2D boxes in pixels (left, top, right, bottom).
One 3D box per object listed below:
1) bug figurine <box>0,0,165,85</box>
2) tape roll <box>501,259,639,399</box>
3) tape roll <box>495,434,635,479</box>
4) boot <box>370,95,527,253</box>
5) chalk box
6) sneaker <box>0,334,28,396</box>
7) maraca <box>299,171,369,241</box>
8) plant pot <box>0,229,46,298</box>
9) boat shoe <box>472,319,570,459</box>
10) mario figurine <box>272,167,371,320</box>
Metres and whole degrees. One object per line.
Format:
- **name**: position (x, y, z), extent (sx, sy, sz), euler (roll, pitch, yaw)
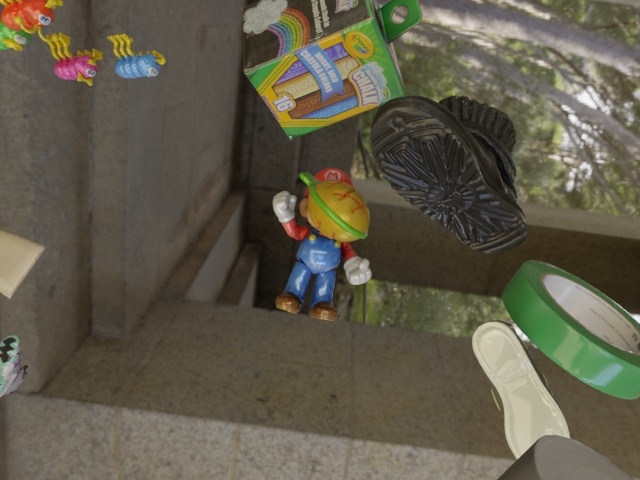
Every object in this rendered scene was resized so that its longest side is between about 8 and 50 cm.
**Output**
- **bug figurine**: position (-0.386, -0.296, 0.930), extent (0.279, 0.216, 0.072), euler (14, 82, -56)
- **tape roll**: position (0.517, 0.167, 1.213), extent (0.077, 0.321, 0.321), euler (-61, -171, 25)
- **tape roll**: position (0.238, 0.266, 0.491), extent (0.072, 0.219, 0.219), euler (-55, -170, 20)
- **boot**: position (0.206, -0.162, 0.979), extent (0.348, 0.131, 0.260), euler (41, 42, -35)
- **chalk box**: position (0.034, -0.334, 1.046), extent (0.179, 0.288, 0.180), euler (54, 24, -51)
- **sneaker**: position (-0.479, 0.194, 0.959), extent (0.069, 0.038, 0.098), euler (28, 84, -76)
- **maraca**: position (0.025, -0.066, 1.128), extent (0.099, 0.127, 0.186), euler (-47, -134, 13)
- **plant pot**: position (-0.573, 0.034, 1.110), extent (0.109, 0.096, 0.109), euler (-61, -160, -15)
- **boat shoe**: position (0.374, 0.289, 1.125), extent (0.305, 0.109, 0.091), euler (68, 19, 10)
- **mario figurine**: position (0.000, 0.000, 1.284), extent (0.170, 0.198, 0.321), euler (3, -101, 46)
